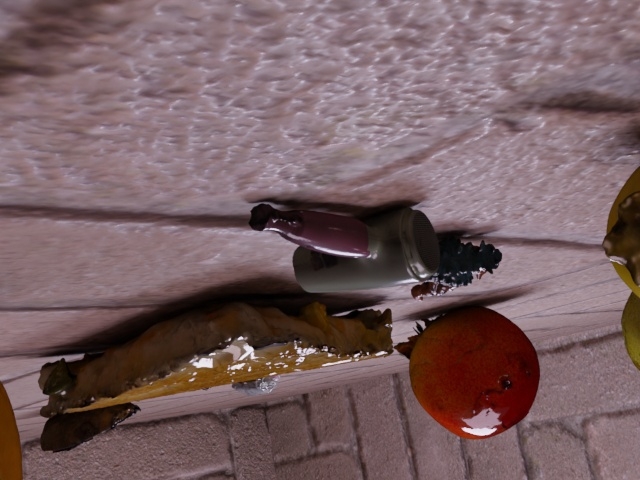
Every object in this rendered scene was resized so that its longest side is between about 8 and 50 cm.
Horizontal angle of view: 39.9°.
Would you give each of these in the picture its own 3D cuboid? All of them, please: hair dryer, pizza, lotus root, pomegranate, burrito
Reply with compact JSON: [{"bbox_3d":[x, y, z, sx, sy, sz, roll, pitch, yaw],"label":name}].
[{"bbox_3d":[0.004,-0.002,0.596,0.106,0.054,0.154,-12,159,29],"label":"hair dryer"},{"bbox_3d":[-0.137,0.136,1.026,0.391,0.080,0.435,-15,167,18],"label":"pizza"},{"bbox_3d":[-0.513,0.389,1.926,0.329,0.078,0.167,-25,-175,45],"label":"lotus root"},{"bbox_3d":[0.234,0.206,1.405,0.235,0.210,0.210,15,-172,40],"label":"pomegranate"},{"bbox_3d":[-0.133,0.294,1.835,0.064,0.064,0.203,-6,169,-22],"label":"burrito"}]

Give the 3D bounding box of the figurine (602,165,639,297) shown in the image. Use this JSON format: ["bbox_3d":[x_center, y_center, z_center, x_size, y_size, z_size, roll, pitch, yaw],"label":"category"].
[{"bbox_3d":[0.292,-0.020,0.580,0.185,0.128,0.234,-24,153,32],"label":"figurine"}]

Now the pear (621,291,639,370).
[{"bbox_3d":[0.579,0.134,1.414,0.197,0.198,0.197,-10,169,-2],"label":"pear"}]

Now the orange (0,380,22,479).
[{"bbox_3d":[-0.319,0.165,0.579,0.246,0.246,0.246,-10,169,-2],"label":"orange"}]

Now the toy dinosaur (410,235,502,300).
[{"bbox_3d":[0.104,0.023,0.763,0.154,0.049,0.055,-8,172,-41],"label":"toy dinosaur"}]
